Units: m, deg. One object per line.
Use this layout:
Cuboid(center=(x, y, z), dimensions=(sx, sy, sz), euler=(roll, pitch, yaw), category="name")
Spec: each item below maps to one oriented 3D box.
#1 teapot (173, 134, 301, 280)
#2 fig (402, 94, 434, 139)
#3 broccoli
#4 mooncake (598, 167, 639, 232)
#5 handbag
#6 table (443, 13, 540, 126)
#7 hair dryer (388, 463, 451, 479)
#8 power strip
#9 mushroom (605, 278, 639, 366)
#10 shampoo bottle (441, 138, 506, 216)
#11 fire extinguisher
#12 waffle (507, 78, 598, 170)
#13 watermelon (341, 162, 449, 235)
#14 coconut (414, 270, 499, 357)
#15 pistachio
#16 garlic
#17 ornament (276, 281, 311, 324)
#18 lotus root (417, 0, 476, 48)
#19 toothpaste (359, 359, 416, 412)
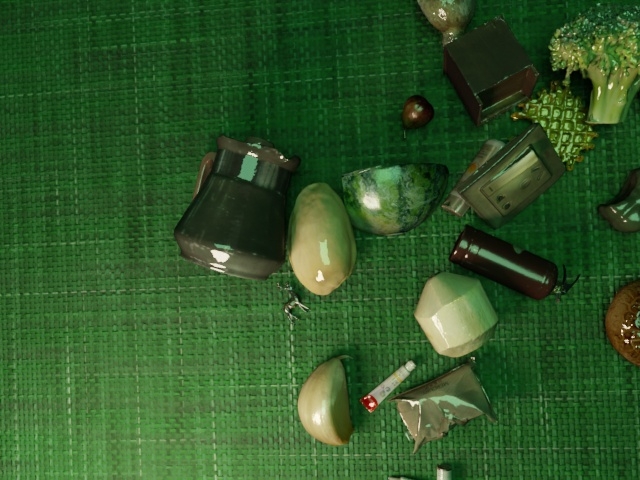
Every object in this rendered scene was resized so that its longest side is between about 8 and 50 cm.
Cuboid(center=(-0.232, -0.104, 1.563), dimensions=(0.376, 0.306, 0.361), euler=(18, 90, 45), category="teapot")
Cuboid(center=(0.258, -0.345, 1.608), dimensions=(0.089, 0.089, 0.125), euler=(43, 116, 6), category="fig")
Cuboid(center=(0.770, -0.460, 1.435), dimensions=(0.338, 0.317, 0.277), euler=(-43, 40, -23), category="broccoli")
Cuboid(center=(0.837, -0.106, 1.517), dimensions=(0.169, 0.104, 0.175), euler=(8, 86, 13), category="mooncake")
Cuboid(center=(0.337, 0.456, 1.557), dimensions=(0.270, 0.117, 0.182), euler=(-27, 72, 6), category="handbag")
Cuboid(center=(0.448, -0.444, 1.525), dimensions=(0.169, 0.172, 0.193), euler=(-28, 76, 6), category="table")
Cuboid(center=(0.275, 0.706, 1.601), dimensions=(0.183, 0.044, 0.154), euler=(-1, 88, 12), category="hair dryer")
Cuboid(center=(0.495, -0.171, 1.500), dimensions=(0.257, 0.251, 0.092), euler=(-41, 54, 14), category="power strip")
Cuboid(center=(0.876, 0.220, 1.485), dimensions=(0.253, 0.153, 0.253), euler=(2, 97, 14), category="mushroom")
Cuboid(center=(0.426, -0.172, 1.574), dimensions=(0.056, 0.086, 0.227), euler=(34, 94, -22), category="shampoo bottle")
Cuboid(center=(0.528, 0.067, 1.546), dimensions=(0.337, 0.114, 0.135), euler=(26, 65, 7), category="fire extinguisher")
Cuboid(center=(0.642, -0.306, 1.570), dimensions=(0.229, 0.051, 0.231), euler=(-41, 85, 1), category="waffle")
Cuboid(center=(0.216, -0.137, 1.578), dimensions=(0.305, 0.180, 0.224), euler=(-8, 132, 3), category="watermelon")
Cuboid(center=(0.353, 0.187, 1.519), dimensions=(0.202, 0.202, 0.222), euler=(-27, 88, 5), category="coconut")
Cuboid(center=(0.000, 0.000, 1.571), dimensions=(0.188, 0.187, 0.299), euler=(-13, 78, 6), category="pistachio")
Cuboid(center=(0.021, 0.449, 1.601), dimensions=(0.164, 0.145, 0.244), euler=(1, 87, -25), category="garlic")
Cuboid(center=(-0.090, 0.174, 1.657), dimensions=(0.073, 0.028, 0.125), euler=(-40, 87, 4), category="ornament")
Cuboid(center=(0.336, -0.702, 1.555), dimensions=(0.175, 0.175, 0.349), euler=(-18, 90, 6), category="lotus root")
Cuboid(center=(0.195, 0.409, 1.618), dimensions=(0.190, 0.031, 0.048), euler=(-44, 88, 7), category="toothpaste")
